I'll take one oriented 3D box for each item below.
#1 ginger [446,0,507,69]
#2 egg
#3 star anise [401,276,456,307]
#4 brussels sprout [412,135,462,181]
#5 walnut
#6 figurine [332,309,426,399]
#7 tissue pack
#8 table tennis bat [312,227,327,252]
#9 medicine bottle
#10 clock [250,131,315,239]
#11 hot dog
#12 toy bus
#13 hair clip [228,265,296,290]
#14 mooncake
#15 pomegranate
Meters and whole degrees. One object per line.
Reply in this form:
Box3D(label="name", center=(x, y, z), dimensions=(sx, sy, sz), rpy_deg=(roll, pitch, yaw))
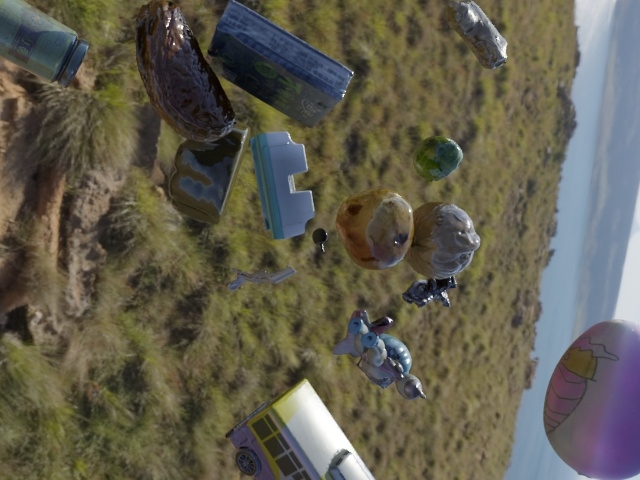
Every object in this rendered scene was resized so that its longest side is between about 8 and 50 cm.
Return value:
Box3D(label="ginger", center=(0.350, -0.479, 1.255), dimensions=(0.213, 0.074, 0.137), rpy_deg=(30, 37, -27))
Box3D(label="egg", center=(0.490, 0.268, 0.947), dimensions=(0.196, 0.196, 0.271), rpy_deg=(15, 84, -61))
Box3D(label="star anise", center=(0.389, 0.187, 1.951), dimensions=(0.257, 0.198, 0.111), rpy_deg=(56, 17, -70))
Box3D(label="brussels sprout", center=(0.364, -0.273, 1.752), dimensions=(0.151, 0.149, 0.122), rpy_deg=(-42, 138, -2))
Box3D(label="walnut", center=(0.342, -0.001, 1.581), dimensions=(0.228, 0.228, 0.228), rpy_deg=(-29, 124, -55))
Box3D(label="figurine", center=(0.126, 0.214, 1.034), dimensions=(0.103, 0.205, 0.260), rpy_deg=(-54, 150, -15))
Box3D(label="tissue pack", center=(-0.134, -0.497, 1.620), dimensions=(0.394, 0.288, 0.124), rpy_deg=(28, 77, -15))
Box3D(label="table tennis bat", center=(0.000, 0.000, 1.810), dimensions=(0.007, 0.050, 0.083), rpy_deg=(50, 27, -70))
Box3D(label="medicine bottle", center=(-0.767, -0.527, 1.393), dimensions=(0.322, 0.151, 0.151), rpy_deg=(27, 74, -30))
Box3D(label="clock", center=(-0.101, -0.148, 1.428), dimensions=(0.231, 0.116, 0.262), rpy_deg=(-147, -132, -76))
Box3D(label="hot dog", center=(-0.378, -0.443, 1.492), dimensions=(0.267, 0.174, 0.388), rpy_deg=(-105, 169, -56))
Box3D(label="toy bus", center=(-0.022, 0.627, 1.502), dimensions=(0.440, 0.249, 0.209), rpy_deg=(55, 31, 9))
Box3D(label="hair clip", center=(-0.173, 0.109, 1.590), dimensions=(0.034, 0.226, 0.072), rpy_deg=(47, 48, -51))
Box3D(label="mooncake", center=(-0.388, -0.252, 1.928), dimensions=(0.378, 0.200, 0.378), rpy_deg=(-161, -90, -83))
Box3D(label="pomegranate", center=(0.135, -0.035, 1.441), dimensions=(0.215, 0.215, 0.215), rpy_deg=(-29, 124, -55))
